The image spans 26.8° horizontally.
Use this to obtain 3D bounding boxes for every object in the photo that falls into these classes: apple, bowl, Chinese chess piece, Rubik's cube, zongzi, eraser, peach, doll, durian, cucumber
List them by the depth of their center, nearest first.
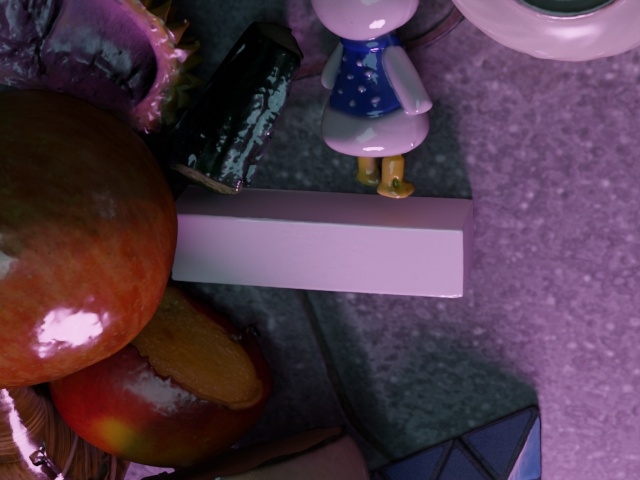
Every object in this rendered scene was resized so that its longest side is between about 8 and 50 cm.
[{"bbox_3d":[0.209,-0.269,1.114,0.277,0.145,0.277,7,120,12],"label":"bowl"},{"bbox_3d":[0.044,-0.179,1.221,0.138,0.119,0.293,26,135,48],"label":"doll"},{"bbox_3d":[-0.278,0.011,1.253,0.250,0.277,0.309,40,142,-27],"label":"apple"},{"bbox_3d":[-0.259,-0.236,1.274,0.341,0.112,0.191,20,121,-3],"label":"durian"},{"bbox_3d":[-0.086,-0.117,1.276,0.086,0.115,0.193,29,112,-16],"label":"cucumber"},{"bbox_3d":[0.000,-0.001,1.339,0.298,0.076,0.078,3,116,13],"label":"eraser"},{"bbox_3d":[-0.162,0.134,1.389,0.226,0.190,0.196,-1,71,23],"label":"peach"},{"bbox_3d":[-0.073,0.272,1.394,0.257,0.257,0.104,-15,87,21],"label":"Chinese chess piece"},{"bbox_3d":[0.139,0.339,1.434,0.229,0.228,0.233,122,131,-65],"label":"Rubik's cube"},{"bbox_3d":[-0.386,0.213,1.465,0.286,0.134,0.288,-4,148,18],"label":"zongzi"}]
